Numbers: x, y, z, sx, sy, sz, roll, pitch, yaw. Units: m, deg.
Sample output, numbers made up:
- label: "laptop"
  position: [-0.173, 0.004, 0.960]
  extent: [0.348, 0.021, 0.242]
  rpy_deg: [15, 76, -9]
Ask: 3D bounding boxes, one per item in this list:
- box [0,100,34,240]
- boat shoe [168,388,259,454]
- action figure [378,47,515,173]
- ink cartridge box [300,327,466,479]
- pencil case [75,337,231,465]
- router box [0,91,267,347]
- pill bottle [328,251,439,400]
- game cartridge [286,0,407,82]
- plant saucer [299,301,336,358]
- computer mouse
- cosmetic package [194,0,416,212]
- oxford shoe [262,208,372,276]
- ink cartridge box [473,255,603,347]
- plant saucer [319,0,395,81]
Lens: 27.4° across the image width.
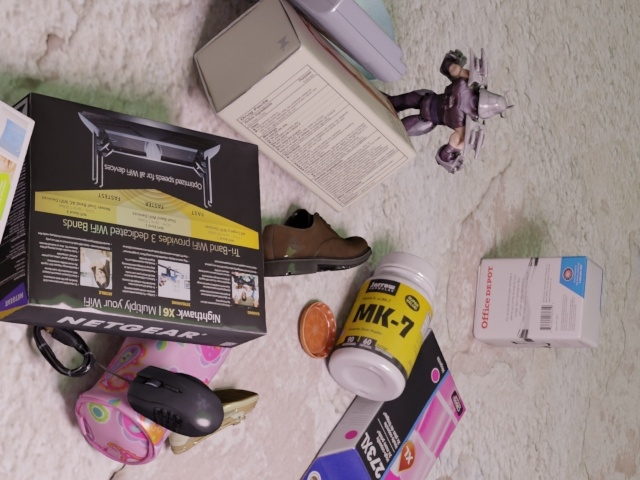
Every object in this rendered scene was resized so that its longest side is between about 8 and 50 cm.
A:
- label: "box"
  position: [-0.388, -0.050, 1.334]
  extent: [0.114, 0.103, 0.203]
  rpy_deg: [33, 62, -49]
- label: "boat shoe"
  position: [-0.139, 0.232, 1.706]
  extent: [0.153, 0.056, 0.048]
  rpy_deg: [-20, 113, -52]
- label: "action figure"
  position: [0.161, -0.193, 1.950]
  extent: [0.099, 0.285, 0.185]
  rpy_deg: [32, 63, -49]
- label: "ink cartridge box"
  position: [0.102, 0.314, 2.029]
  extent: [0.371, 0.069, 0.175]
  rpy_deg: [-50, 126, -41]
- label: "pencil case"
  position: [-0.183, 0.137, 1.598]
  extent: [0.284, 0.124, 0.124]
  rpy_deg: [-57, 131, -39]
- label: "router box"
  position: [-0.210, -0.015, 1.498]
  extent: [0.309, 0.081, 0.243]
  rpy_deg: [11, 67, -37]
- label: "pill bottle"
  position: [0.101, 0.127, 1.987]
  extent: [0.119, 0.119, 0.208]
  rpy_deg: [55, 46, -37]
- label: "game cartridge"
  position: [-0.021, -0.331, 1.743]
  extent: [0.062, 0.297, 0.198]
  rpy_deg: [-51, 136, 7]
- label: "plant saucer"
  position: [-0.005, 0.132, 1.929]
  extent: [0.083, 0.013, 0.083]
  rpy_deg: [7, 81, -54]
- label: "computer mouse"
  position: [-0.216, 0.148, 1.474]
  extent: [0.071, 0.242, 0.041]
  rpy_deg: [-61, 174, -37]
- label: "cosmetic package"
  position: [-0.017, -0.183, 1.792]
  extent: [0.296, 0.153, 0.129]
  rpy_deg: [39, 22, -48]
- label: "oxford shoe"
  position: [0.000, 0.000, 1.890]
  extent: [0.227, 0.083, 0.096]
  rpy_deg: [-2, 85, -55]
- label: "ink cartridge box"
  position: [0.381, 0.109, 2.307]
  extent: [0.086, 0.203, 0.148]
  rpy_deg: [26, 67, -53]
- label: "plant saucer"
  position: [0.035, -0.323, 1.973]
  extent: [0.195, 0.037, 0.195]
  rpy_deg: [21, 59, -40]
